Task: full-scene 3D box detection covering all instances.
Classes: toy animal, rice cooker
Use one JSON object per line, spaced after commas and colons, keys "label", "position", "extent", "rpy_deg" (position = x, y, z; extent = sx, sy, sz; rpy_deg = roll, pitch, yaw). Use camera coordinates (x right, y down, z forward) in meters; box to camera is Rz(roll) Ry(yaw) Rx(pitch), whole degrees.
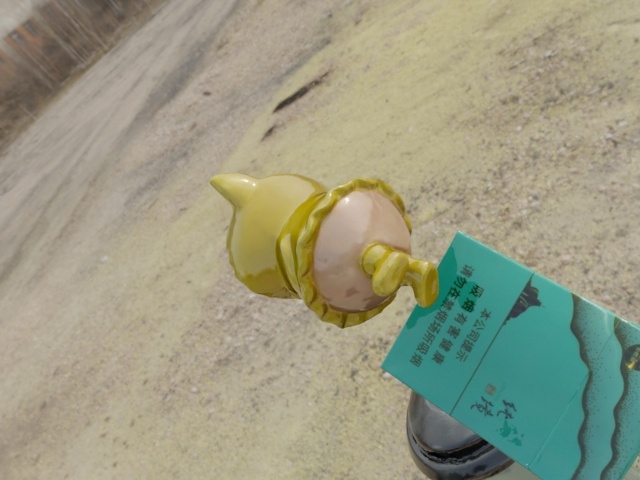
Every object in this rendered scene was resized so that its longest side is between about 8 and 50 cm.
{"label": "toy animal", "position": [0.003, 0.001, 0.525], "extent": [0.229, 0.156, 0.156], "rpy_deg": [25, 69, 44]}
{"label": "rice cooker", "position": [0.265, 0.239, 0.767], "extent": [0.317, 0.317, 0.264], "rpy_deg": [-47, 15, -8]}

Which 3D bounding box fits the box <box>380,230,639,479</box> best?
{"label": "box", "position": [0.190, 0.113, 0.526], "extent": [0.226, 0.042, 0.161], "rpy_deg": [32, 98, 25]}
